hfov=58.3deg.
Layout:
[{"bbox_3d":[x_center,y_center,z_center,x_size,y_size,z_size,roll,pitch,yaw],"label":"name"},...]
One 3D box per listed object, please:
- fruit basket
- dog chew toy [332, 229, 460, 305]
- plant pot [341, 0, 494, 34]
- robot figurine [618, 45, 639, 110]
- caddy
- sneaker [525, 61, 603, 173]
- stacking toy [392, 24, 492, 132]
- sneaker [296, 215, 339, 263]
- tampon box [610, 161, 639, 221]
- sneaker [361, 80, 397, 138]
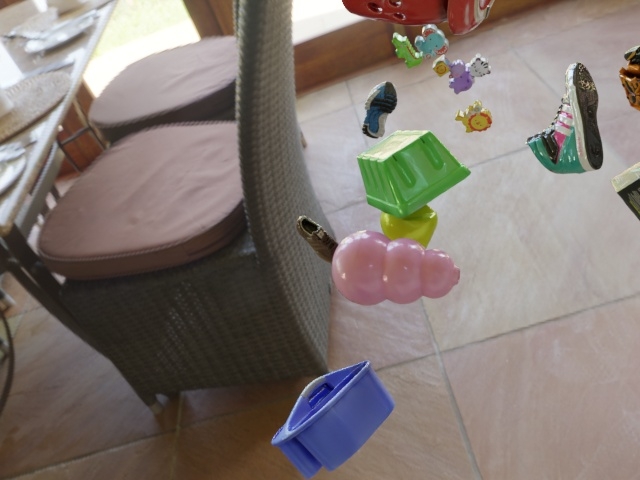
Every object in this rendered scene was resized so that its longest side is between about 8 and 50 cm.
[{"bbox_3d":[0.283,-0.129,1.752,0.283,0.392,0.392,-33,39,-4],"label":"fruit basket"},{"bbox_3d":[0.203,0.079,1.538,0.332,0.206,0.206,4,45,21],"label":"dog chew toy"},{"bbox_3d":[0.135,-0.360,0.708,0.174,0.191,0.191,22,54,21],"label":"plant pot"},{"bbox_3d":[0.792,-0.334,1.279,0.085,0.211,0.291,-43,34,2],"label":"robot figurine"},{"bbox_3d":[0.027,0.438,1.467,0.341,0.179,0.241,-33,-8,-44],"label":"caddy"},{"bbox_3d":[0.628,-0.302,1.506,0.178,0.124,0.295,-16,67,51],"label":"sneaker"},{"bbox_3d":[0.209,-0.301,0.951,0.052,0.221,0.167,-29,32,38],"label":"stacking toy"},{"bbox_3d":[0.000,0.000,1.692,0.188,0.071,0.066,39,74,10],"label":"sneaker"},{"bbox_3d":[0.837,-0.145,1.438,0.161,0.101,0.120,-38,5,28],"label":"tampon box"},{"bbox_3d":[0.140,-0.327,1.365,0.071,0.190,0.082,14,67,-3],"label":"sneaker"}]
